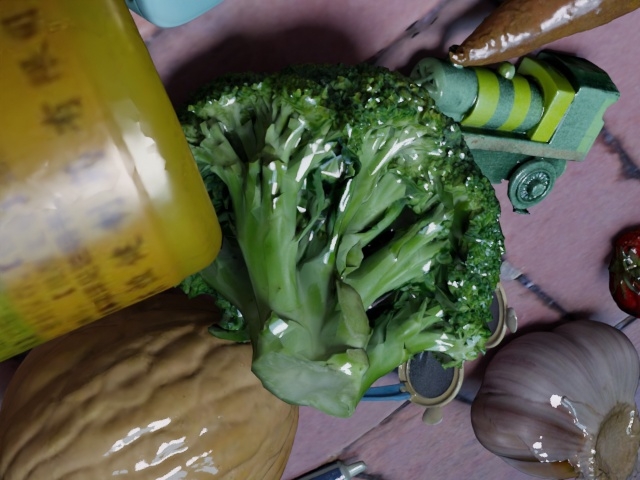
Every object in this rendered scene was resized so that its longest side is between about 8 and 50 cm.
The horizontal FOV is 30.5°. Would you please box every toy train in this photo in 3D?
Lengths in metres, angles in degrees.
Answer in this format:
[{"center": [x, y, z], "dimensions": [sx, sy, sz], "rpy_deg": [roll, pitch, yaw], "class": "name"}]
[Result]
[{"center": [0.132, -0.095, 0.946], "dimensions": [0.200, 0.083, 0.132], "rpy_deg": [2, 125, -36], "class": "toy train"}]

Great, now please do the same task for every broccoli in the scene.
[{"center": [0.000, 0.000, 0.823], "dimensions": [0.261, 0.242, 0.269], "rpy_deg": [7, 145, 5], "class": "broccoli"}]

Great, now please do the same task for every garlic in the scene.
[{"center": [0.288, 0.210, 1.353], "dimensions": [0.207, 0.207, 0.257], "rpy_deg": [-29, 153, 1], "class": "garlic"}]

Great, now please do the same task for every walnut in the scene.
[{"center": [-0.137, 0.155, 0.966], "dimensions": [0.261, 0.225, 0.225], "rpy_deg": [-24, 146, -15], "class": "walnut"}]

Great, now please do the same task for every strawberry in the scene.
[{"center": [0.357, 0.034, 1.251], "dimensions": [0.106, 0.106, 0.106], "rpy_deg": [-19, 145, -14], "class": "strawberry"}]

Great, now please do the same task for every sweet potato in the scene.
[{"center": [0.231, -0.207, 0.874], "dimensions": [0.314, 0.066, 0.072], "rpy_deg": [-23, 112, -7], "class": "sweet potato"}]

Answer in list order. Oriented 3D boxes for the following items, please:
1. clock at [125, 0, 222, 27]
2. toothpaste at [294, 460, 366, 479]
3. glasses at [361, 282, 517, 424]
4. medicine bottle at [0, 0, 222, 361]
[{"center": [-0.077, -0.202, 0.659], "dimensions": [0.108, 0.045, 0.147], "rpy_deg": [-38, 141, -24], "class": "clock"}, {"center": [-0.036, 0.306, 1.391], "dimensions": [0.197, 0.035, 0.057], "rpy_deg": [-24, 131, -3], "class": "toothpaste"}, {"center": [0.059, 0.081, 1.160], "dimensions": [0.220, 0.088, 0.190], "rpy_deg": [15, 131, -21], "class": "glasses"}, {"center": [-0.267, -0.015, 0.637], "dimensions": [0.384, 0.224, 0.224], "rpy_deg": [-23, 146, -6], "class": "medicine bottle"}]
